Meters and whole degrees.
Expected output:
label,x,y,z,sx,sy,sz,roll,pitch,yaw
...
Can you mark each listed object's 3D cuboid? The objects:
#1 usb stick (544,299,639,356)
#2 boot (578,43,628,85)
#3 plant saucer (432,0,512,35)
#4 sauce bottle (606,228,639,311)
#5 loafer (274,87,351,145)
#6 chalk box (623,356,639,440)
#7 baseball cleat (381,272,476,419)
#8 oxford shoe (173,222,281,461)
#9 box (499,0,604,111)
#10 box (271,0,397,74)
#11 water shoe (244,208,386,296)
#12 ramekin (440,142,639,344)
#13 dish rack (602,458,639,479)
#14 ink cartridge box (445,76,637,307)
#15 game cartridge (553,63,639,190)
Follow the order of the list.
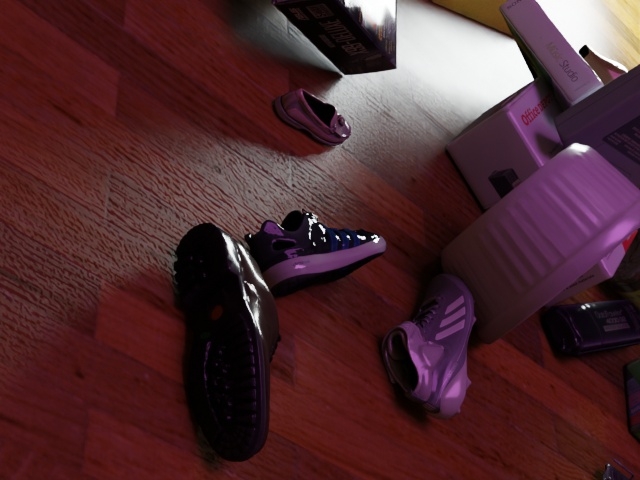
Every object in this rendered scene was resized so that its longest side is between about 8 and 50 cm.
label,x,y,z,sx,sy,sz,roll,pitch,yaw
usb stick,0.399,0.123,1.885,0.278,0.045,0.077,0,58,-56
boot,0.454,-0.268,2.174,0.115,0.112,0.305,45,5,3
plant saucer,0.232,-0.516,2.137,0.333,0.081,0.333,7,59,-54
sauce bottle,0.574,0.099,2.105,0.344,0.111,0.111,38,37,-36
loafer,0.000,-0.143,1.519,0.125,0.039,0.045,18,50,-49
chalk box,0.528,0.235,1.898,0.213,0.132,0.132,41,36,-28
baseball cleat,0.122,0.099,1.469,0.109,0.072,0.206,34,35,-27
oxford shoe,-0.067,0.095,1.182,0.096,0.083,0.227,32,42,-46
box,0.386,-0.201,1.982,0.322,0.058,0.232,53,8,-50
box,0.024,-0.383,1.573,0.242,0.076,0.307,31,58,-66
water shoe,0.000,0.000,1.368,0.203,0.073,0.080,-14,74,-59
ramekin,0.266,-0.004,1.593,0.127,0.273,0.273,51,30,5
dish rack,0.464,0.406,1.717,0.271,0.074,0.208,37,37,-34
ink cartridge box,0.316,-0.073,1.855,0.273,0.114,0.197,58,30,-5
game cartridge,0.454,-0.148,1.813,0.297,0.198,0.062,22,47,-49
